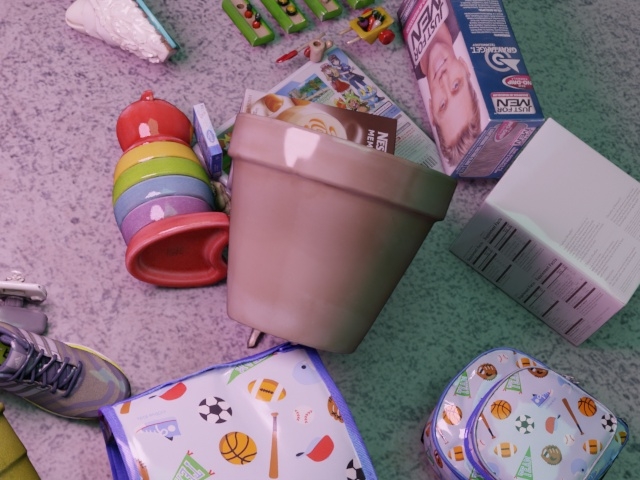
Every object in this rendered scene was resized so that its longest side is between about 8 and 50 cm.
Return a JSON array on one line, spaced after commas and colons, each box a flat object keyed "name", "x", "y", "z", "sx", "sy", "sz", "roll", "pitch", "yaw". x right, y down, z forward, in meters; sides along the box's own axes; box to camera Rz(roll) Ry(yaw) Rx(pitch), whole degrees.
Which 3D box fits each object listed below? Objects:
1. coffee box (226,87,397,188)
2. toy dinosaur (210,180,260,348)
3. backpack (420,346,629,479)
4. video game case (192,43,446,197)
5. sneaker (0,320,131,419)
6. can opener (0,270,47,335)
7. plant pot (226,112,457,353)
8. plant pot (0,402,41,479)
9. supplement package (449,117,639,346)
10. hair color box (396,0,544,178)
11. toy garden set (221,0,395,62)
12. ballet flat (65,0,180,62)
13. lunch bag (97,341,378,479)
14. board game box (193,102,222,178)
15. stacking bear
[{"name": "coffee box", "x": -0.013, "y": -0.137, "z": 2.084, "sx": 0.247, "sy": 0.098, "sz": 0.141, "roll": 10, "pitch": 65, "yaw": -8}, {"name": "toy dinosaur", "x": -0.096, "y": 0.020, "z": 2.038, "sx": 0.064, "sy": 0.118, "sz": 0.268, "roll": 11, "pitch": 57, "yaw": -56}, {"name": "backpack", "x": 0.288, "y": 0.295, "z": 1.944, "sx": 0.263, "sy": 0.213, "sz": 0.276, "roll": 34, "pitch": 65, "yaw": 16}, {"name": "video game case", "x": 0.007, "y": -0.130, "z": 2.162, "sx": 0.329, "sy": 0.036, "sz": 0.300, "roll": -39, "pitch": 79, "yaw": -24}, {"name": "sneaker", "x": -0.409, "y": 0.178, "z": 1.855, "sx": 0.300, "sy": 0.121, "sz": 0.111, "roll": 20, "pitch": 85, "yaw": -10}, {"name": "can opener", "x": -0.534, "y": 0.079, "z": 1.918, "sx": 0.280, "sy": 0.074, "sz": 0.093, "roll": 9, "pitch": 65, "yaw": -9}, {"name": "plant pot", "x": 0.000, "y": 0.000, "z": 1.860, "sx": 0.323, "sy": 0.323, "sz": 0.280, "roll": 16, "pitch": 92, "yaw": -5}, {"name": "plant pot", "x": -0.440, "y": 0.453, "z": 1.642, "sx": 0.366, "sy": 0.366, "sz": 0.353, "roll": -38, "pitch": 91, "yaw": -25}, {"name": "supplement package", "x": 0.385, "y": -0.011, "z": 2.101, "sx": 0.263, "sy": 0.198, "sz": 0.199, "roll": 37, "pitch": 64, "yaw": 5}, {"name": "hair color box", "x": 0.240, "y": -0.292, "z": 2.191, "sx": 0.105, "sy": 0.174, "sz": 0.347, "roll": -3, "pitch": 61, "yaw": -22}, {"name": "toy garden set", "x": -0.010, "y": -0.386, "z": 2.243, "sx": 0.244, "sy": 0.049, "sz": 0.203, "roll": -24, "pitch": 60, "yaw": -22}, {"name": "ballet flat", "x": -0.382, "y": -0.422, "z": 2.174, "sx": 0.147, "sy": 0.147, "sz": 0.409, "roll": -28, "pitch": 72, "yaw": -23}, {"name": "lunch bag", "x": -0.096, "y": 0.356, "z": 1.804, "sx": 0.328, "sy": 0.239, "sz": 0.385, "roll": -18, "pitch": 78, "yaw": -19}, {"name": "board game box", "x": -0.176, "y": -0.154, "z": 2.062, "sx": 0.020, "sy": 0.090, "sz": 0.090, "roll": -17, "pitch": 71, "yaw": -11}, {"name": "stacking bear", "x": -0.240, "y": -0.092, "z": 2.026, "sx": 0.164, "sy": 0.175, "sz": 0.289, "roll": -6, "pitch": 58, "yaw": -16}]
